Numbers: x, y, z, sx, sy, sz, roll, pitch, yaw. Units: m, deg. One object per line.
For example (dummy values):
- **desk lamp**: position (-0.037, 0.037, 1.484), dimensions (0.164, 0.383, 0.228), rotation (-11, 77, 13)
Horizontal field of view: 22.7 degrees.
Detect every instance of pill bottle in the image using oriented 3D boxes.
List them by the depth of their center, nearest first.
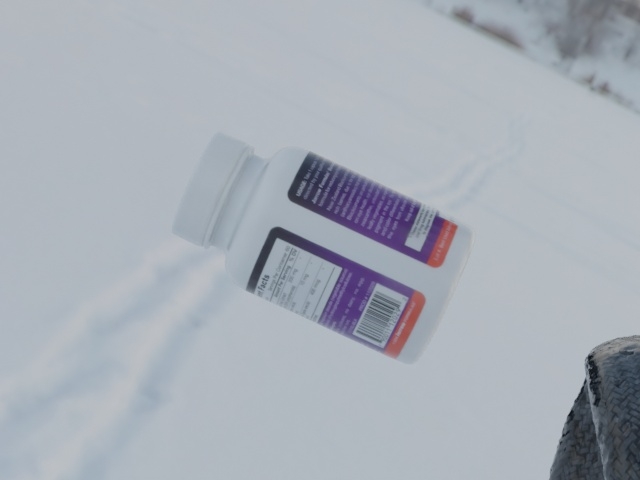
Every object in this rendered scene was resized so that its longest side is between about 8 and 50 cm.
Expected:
- **pill bottle**: position (0.000, 0.000, 1.108), dimensions (0.194, 0.108, 0.108), rotation (25, 10, 1)

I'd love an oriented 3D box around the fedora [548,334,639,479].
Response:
- **fedora**: position (0.195, 0.151, 0.795), dimensions (0.153, 0.334, 0.334), rotation (9, 11, -4)
